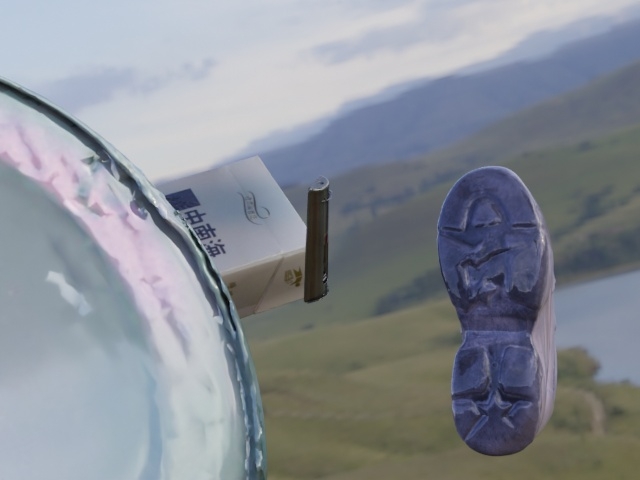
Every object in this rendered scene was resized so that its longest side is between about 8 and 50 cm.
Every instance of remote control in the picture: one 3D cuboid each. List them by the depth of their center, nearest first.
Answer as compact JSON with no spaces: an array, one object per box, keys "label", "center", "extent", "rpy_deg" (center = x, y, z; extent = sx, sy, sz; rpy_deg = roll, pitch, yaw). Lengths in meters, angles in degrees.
[{"label":"remote control","center":[0.000,0.000,1.096],"extent":[0.016,0.091,0.034],"rpy_deg":[10,27,18]}]

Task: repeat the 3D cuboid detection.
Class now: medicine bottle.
[{"label":"medicine bottle","center":[-0.171,0.087,0.543],"extent":[0.245,0.245,0.290],"rpy_deg":[-14,-8,-20]}]

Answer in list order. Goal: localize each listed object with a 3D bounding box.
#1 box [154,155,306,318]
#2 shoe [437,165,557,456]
[{"label":"box","center":[-0.138,0.017,1.412],"extent":[0.243,0.067,0.155],"rpy_deg":[-16,43,-16]},{"label":"shoe","center":[0.159,0.062,1.314],"extent":[0.095,0.245,0.137],"rpy_deg":[-4,-9,14]}]
